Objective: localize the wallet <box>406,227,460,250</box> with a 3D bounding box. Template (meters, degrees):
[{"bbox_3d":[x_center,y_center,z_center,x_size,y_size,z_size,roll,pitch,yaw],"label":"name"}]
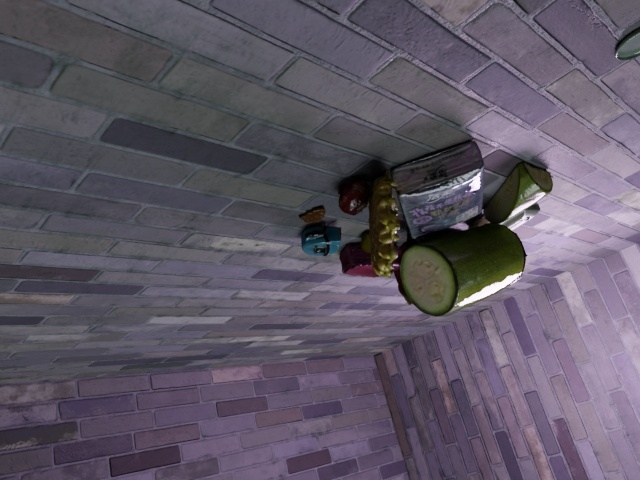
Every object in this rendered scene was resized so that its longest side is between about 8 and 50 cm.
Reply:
[{"bbox_3d":[0.447,0.050,2.072,0.377,0.197,0.051,6,173,-41],"label":"wallet"}]

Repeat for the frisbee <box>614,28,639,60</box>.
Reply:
[{"bbox_3d":[0.738,-0.458,1.268,0.110,0.014,0.110,-14,159,-5],"label":"frisbee"}]

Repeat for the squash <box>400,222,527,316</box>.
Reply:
[{"bbox_3d":[0.502,0.096,1.915,0.384,0.263,0.263,-15,162,-35],"label":"squash"}]

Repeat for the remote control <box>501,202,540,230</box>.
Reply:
[{"bbox_3d":[0.706,-0.051,2.162,0.128,0.066,0.335,-4,156,-34],"label":"remote control"}]

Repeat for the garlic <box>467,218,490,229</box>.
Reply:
[{"bbox_3d":[0.613,-0.043,2.105,0.094,0.074,0.113,-5,136,20],"label":"garlic"}]

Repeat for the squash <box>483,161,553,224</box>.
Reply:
[{"bbox_3d":[0.633,-0.134,1.858,0.203,0.111,0.288,7,151,-41],"label":"squash"}]

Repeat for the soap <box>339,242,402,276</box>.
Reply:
[{"bbox_3d":[0.180,0.070,2.070,0.162,0.099,0.250,-24,158,39],"label":"soap"}]

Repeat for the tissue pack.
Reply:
[{"bbox_3d":[0.364,-0.139,1.657,0.259,0.122,0.361,-21,156,9],"label":"tissue pack"}]

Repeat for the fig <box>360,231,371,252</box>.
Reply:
[{"bbox_3d":[0.177,0.004,1.939,0.074,0.074,0.088,-17,136,3],"label":"fig"}]

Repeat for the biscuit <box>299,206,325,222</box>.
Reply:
[{"bbox_3d":[-0.019,-0.080,1.674,0.082,0.016,0.092,7,148,-34],"label":"biscuit"}]

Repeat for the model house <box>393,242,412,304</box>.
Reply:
[{"bbox_3d":[0.414,0.145,2.191,0.196,0.254,0.160,-3,161,-30],"label":"model house"}]

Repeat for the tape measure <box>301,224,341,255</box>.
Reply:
[{"bbox_3d":[0.000,0.000,1.795,0.125,0.081,0.146,-1,156,-7],"label":"tape measure"}]

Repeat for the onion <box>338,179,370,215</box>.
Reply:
[{"bbox_3d":[0.093,-0.124,1.549,0.107,0.097,0.107,-55,169,-16],"label":"onion"}]

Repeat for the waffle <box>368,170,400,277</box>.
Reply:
[{"bbox_3d":[0.171,-0.044,1.519,0.062,0.329,0.329,0,158,1],"label":"waffle"}]
